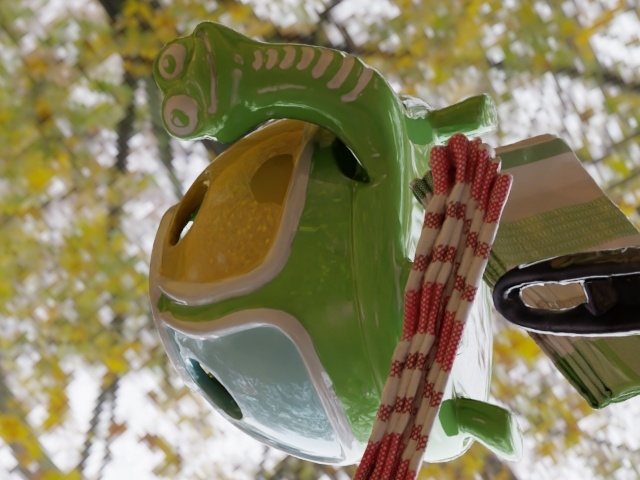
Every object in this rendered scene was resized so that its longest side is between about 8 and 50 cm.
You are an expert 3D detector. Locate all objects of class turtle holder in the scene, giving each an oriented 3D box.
[{"bbox_3d":[0.001,0.020,1.287,0.227,0.320,0.243,-5,-110,19],"label":"turtle holder"}]

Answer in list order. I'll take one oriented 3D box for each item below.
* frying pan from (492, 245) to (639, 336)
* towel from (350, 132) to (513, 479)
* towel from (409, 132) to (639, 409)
[{"bbox_3d":[0.153,-0.009,0.553,0.053,0.197,0.326,-27,-147,-36],"label":"frying pan"},{"bbox_3d":[0.025,0.064,0.712,0.029,0.144,0.197,18,-95,3],"label":"towel"},{"bbox_3d":[0.126,0.009,0.947,0.113,0.023,0.152,-16,-123,-40],"label":"towel"}]
